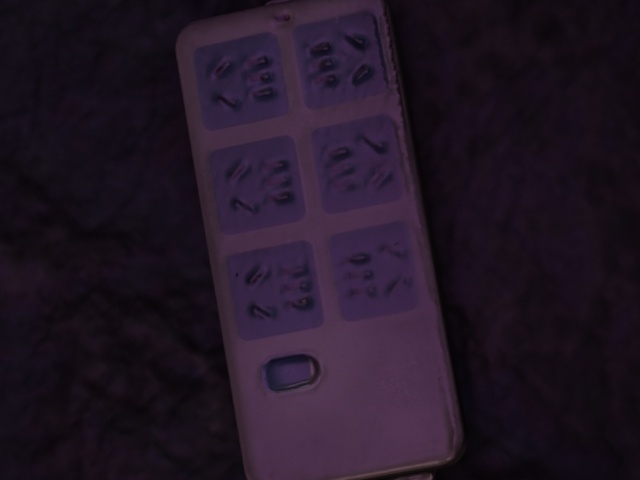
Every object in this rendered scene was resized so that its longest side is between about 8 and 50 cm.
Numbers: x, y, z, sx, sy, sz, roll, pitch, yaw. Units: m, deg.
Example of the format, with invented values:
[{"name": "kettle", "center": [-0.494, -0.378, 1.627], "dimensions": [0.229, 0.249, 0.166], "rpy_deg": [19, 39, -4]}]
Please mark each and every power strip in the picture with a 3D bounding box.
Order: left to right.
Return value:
[{"name": "power strip", "center": [0.000, 0.000, 0.610], "dimensions": [0.081, 0.035, 0.192], "rpy_deg": [-10, 80, 7]}]
